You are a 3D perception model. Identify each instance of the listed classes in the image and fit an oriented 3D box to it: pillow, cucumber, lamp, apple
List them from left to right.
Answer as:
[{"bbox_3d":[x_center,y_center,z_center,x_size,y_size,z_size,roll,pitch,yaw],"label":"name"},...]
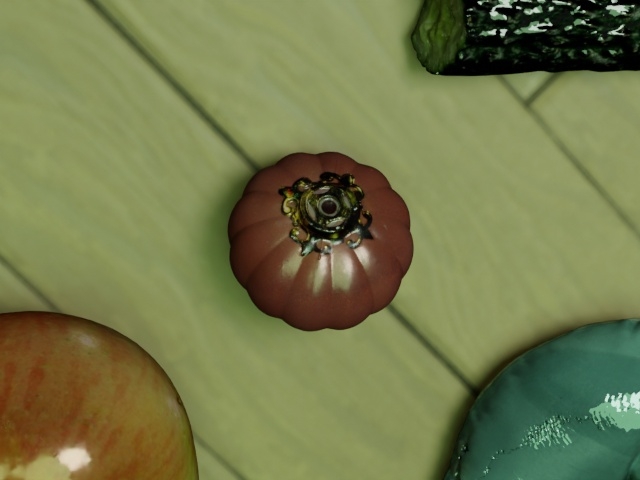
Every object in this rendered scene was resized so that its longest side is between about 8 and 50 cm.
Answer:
[{"bbox_3d":[-0.167,0.138,0.766,0.209,0.164,0.209,-2,106,-6],"label":"apple"},{"bbox_3d":[0.000,0.000,0.794,0.108,0.092,0.107,2,67,-5],"label":"lamp"},{"bbox_3d":[0.192,0.161,0.865,0.233,0.086,0.214,42,99,-13],"label":"pillow"},{"bbox_3d":[0.205,-0.130,0.804,0.300,0.072,0.072,-1,103,-8],"label":"cucumber"}]
